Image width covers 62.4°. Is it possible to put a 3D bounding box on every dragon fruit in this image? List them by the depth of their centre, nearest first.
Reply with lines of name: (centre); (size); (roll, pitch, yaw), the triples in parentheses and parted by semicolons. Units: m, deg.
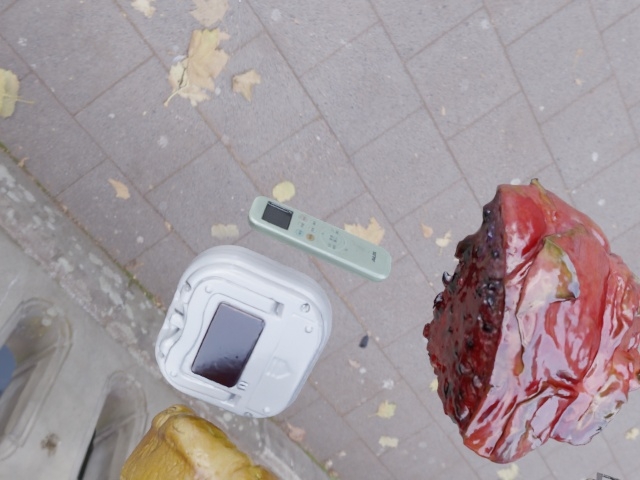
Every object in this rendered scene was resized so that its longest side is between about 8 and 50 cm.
dragon fruit: (0.334, 0.112, 0.661); (0.329, 0.228, 0.286); (14, 115, -9)

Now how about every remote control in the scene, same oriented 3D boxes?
remote control: (0.000, -0.001, 1.063); (0.309, 0.090, 0.038); (24, 135, -9)

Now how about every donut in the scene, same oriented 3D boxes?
donut: (-0.150, 0.390, 0.799); (0.299, 0.317, 0.150); (47, 66, -20)

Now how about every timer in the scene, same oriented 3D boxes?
timer: (-0.120, 0.149, 0.806); (0.237, 0.087, 0.262); (23, 112, -7)

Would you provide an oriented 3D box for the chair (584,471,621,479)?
chair: (0.671, 0.638, 1.208); (0.172, 0.247, 0.159); (10, 85, 13)
